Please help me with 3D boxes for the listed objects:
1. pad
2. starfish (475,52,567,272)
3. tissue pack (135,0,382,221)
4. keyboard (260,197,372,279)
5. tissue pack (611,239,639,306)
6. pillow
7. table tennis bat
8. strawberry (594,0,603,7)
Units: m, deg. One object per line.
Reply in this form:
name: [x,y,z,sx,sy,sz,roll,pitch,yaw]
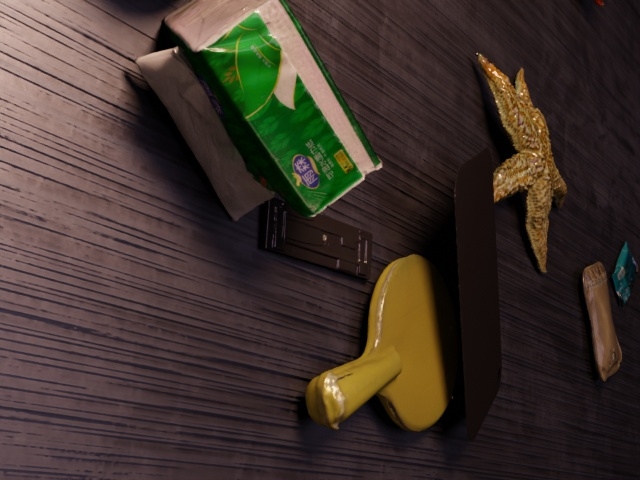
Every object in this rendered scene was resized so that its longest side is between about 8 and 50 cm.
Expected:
pad: [0.185,0.075,1.277,0.315,0.063,0.375,-32,119,-66]
starfish: [0.346,-0.134,1.537,0.358,0.078,0.347,15,69,-52]
tissue pack: [-0.067,-0.130,0.918,0.156,0.148,0.209,-37,122,-6]
keyboard: [0.000,0.000,1.085,0.204,0.013,0.061,18,70,-51]
tissue pack: [0.628,0.067,1.920,0.138,0.028,0.085,-52,124,-48]
pillow: [0.527,0.151,1.758,0.130,0.033,0.217,-13,94,-55]
table tennis bat: [0.089,0.146,1.155,0.369,0.054,0.224,-23,104,-57]
strawberry: [0.541,-0.573,1.863,0.140,0.085,0.192,-66,156,-57]
